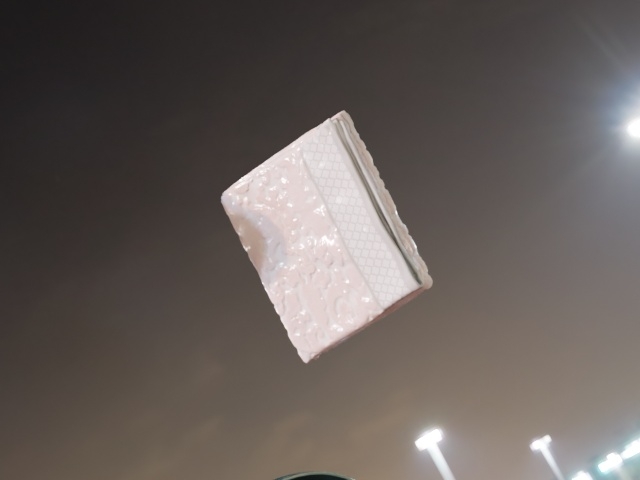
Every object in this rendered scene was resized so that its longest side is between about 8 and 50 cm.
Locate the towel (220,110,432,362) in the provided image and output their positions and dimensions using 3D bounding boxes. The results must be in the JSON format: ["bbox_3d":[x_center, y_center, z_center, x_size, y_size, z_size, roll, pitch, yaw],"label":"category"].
[{"bbox_3d":[0.000,0.000,2.013,0.317,0.332,0.053,-34,-12,39],"label":"towel"}]

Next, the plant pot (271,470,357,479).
[{"bbox_3d":[-0.045,0.464,1.686,0.290,0.290,0.195,-20,2,-26],"label":"plant pot"}]
